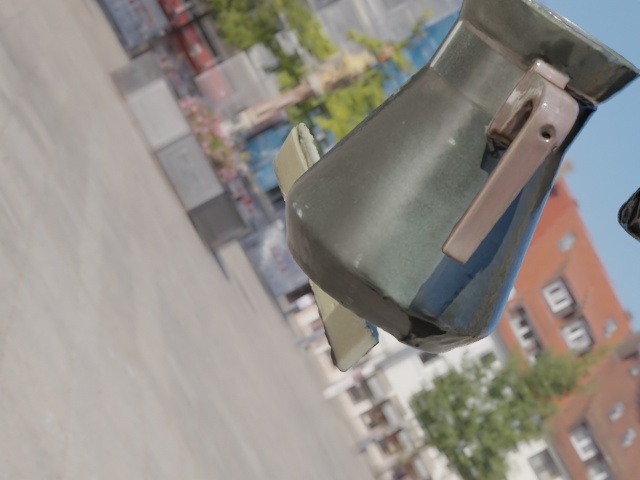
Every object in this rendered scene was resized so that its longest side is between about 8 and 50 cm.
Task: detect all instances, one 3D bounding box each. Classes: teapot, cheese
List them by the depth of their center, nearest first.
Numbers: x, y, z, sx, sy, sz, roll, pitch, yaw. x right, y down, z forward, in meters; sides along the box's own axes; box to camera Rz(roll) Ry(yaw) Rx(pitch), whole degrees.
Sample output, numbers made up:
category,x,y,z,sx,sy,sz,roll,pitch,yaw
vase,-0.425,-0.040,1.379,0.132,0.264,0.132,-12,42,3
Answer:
category,x,y,z,sx,sy,sz,roll,pitch,yaw
teapot,0.140,-0.075,1.278,0.253,0.344,0.300,29,16,-13
cheese,0.003,0.000,1.766,0.034,0.085,0.400,15,40,-35

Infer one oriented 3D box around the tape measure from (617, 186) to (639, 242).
category,x,y,z,sx,sy,sz,roll,pitch,yaw
tape measure,0.434,-0.024,1.379,0.236,0.120,0.197,23,-31,0
